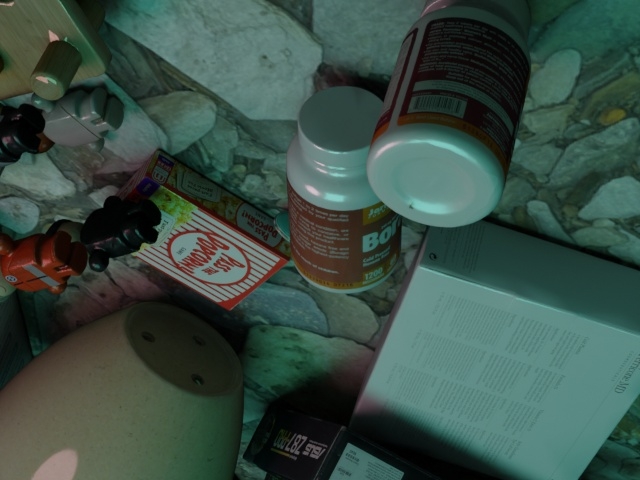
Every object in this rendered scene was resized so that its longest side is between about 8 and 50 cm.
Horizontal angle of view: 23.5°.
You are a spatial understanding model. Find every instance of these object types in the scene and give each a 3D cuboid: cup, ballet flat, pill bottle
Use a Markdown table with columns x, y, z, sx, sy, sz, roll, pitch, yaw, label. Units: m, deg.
| x | y | z | sx | sy | sz | roll | pitch | yaw | label |
| --- | --- | --- | --- | --- | --- | --- | --- | --- | --- |
| -0.226 | 0.217 | 1.912 | 0.331 | 0.331 | 0.237 | 29 | 117 | -14 | cup |
| 0.000 | 0.000 | 1.734 | 0.114 | 0.041 | 0.041 | 19 | 143 | 0 | ballet flat |
| 0.121 | -0.129 | 1.367 | 0.121 | 0.221 | 0.121 | 11 | 142 | 9 | pill bottle |
| 0.025 | -0.052 | 1.586 | 0.121 | 0.121 | 0.216 | 11 | 143 | 10 | pill bottle |

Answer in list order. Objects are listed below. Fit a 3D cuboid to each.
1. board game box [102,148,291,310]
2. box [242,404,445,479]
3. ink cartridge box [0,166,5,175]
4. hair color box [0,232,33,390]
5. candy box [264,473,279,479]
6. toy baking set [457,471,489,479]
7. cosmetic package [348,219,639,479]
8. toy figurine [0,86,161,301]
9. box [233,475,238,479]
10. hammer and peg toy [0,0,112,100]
| x | y | z | sx | sy | sz | roll | pitch | yaw | label |
| --- | --- | --- | --- | --- | --- | --- | --- | --- | --- |
| -0.145 | -0.009 | 1.774 | 0.193 | 0.045 | 0.147 | 30 | 141 | -16 | board game box |
| 0.122 | 0.344 | 1.963 | 0.395 | 0.097 | 0.318 | 30 | 172 | -16 | box |
| -0.535 | -0.112 | 1.734 | 0.306 | 0.131 | 0.226 | -11 | 133 | 31 | ink cartridge box |
| -0.468 | 0.132 | 1.968 | 0.113 | 0.185 | 0.374 | 10 | 142 | 8 | hair color box |
| -0.010 | 0.378 | 2.154 | 0.053 | 0.109 | 0.187 | -12 | 134 | 34 | candy box |
| 0.289 | 0.339 | 1.968 | 0.256 | 0.030 | 0.197 | 10 | 176 | 15 | toy baking set |
| 0.212 | 0.141 | 1.774 | 0.284 | 0.097 | 0.377 | 20 | 143 | 1 | cosmetic package |
| -0.296 | -0.051 | 1.636 | 0.148 | 0.213 | 0.209 | -15 | 98 | 33 | toy figurine |
| -0.163 | 0.433 | 2.334 | 0.175 | 0.051 | 0.220 | -7 | 137 | 29 | box |
| -0.395 | -0.275 | 1.473 | 0.266 | 0.127 | 0.361 | -10 | 132 | 30 | hammer and peg toy |
